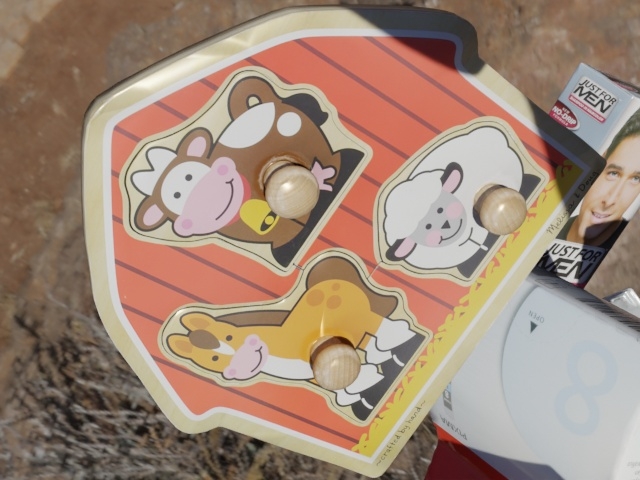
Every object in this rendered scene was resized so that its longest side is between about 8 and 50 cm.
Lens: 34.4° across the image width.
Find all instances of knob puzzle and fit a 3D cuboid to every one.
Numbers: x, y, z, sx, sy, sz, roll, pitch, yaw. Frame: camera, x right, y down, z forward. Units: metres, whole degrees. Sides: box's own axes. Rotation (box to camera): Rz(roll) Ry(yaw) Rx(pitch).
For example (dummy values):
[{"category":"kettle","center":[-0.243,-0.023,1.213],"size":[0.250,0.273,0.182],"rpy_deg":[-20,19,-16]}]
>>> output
[{"category":"knob puzzle","center":[0.000,0.000,0.386],"size":[0.213,0.213,0.030],"rpy_deg":[-40,33,2]}]

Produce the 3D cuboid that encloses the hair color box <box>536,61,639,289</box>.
[{"category":"hair color box","center":[0.384,-0.066,1.580],"size":[0.113,0.185,0.374],"rpy_deg":[47,117,41]}]

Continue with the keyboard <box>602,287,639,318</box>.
[{"category":"keyboard","center":[0.323,0.125,1.310],"size":[0.072,0.256,0.014],"rpy_deg":[48,56,-5]}]

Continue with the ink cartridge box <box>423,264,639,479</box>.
[{"category":"ink cartridge box","center":[0.209,0.230,1.115],"size":[0.308,0.091,0.385],"rpy_deg":[32,108,52]}]
